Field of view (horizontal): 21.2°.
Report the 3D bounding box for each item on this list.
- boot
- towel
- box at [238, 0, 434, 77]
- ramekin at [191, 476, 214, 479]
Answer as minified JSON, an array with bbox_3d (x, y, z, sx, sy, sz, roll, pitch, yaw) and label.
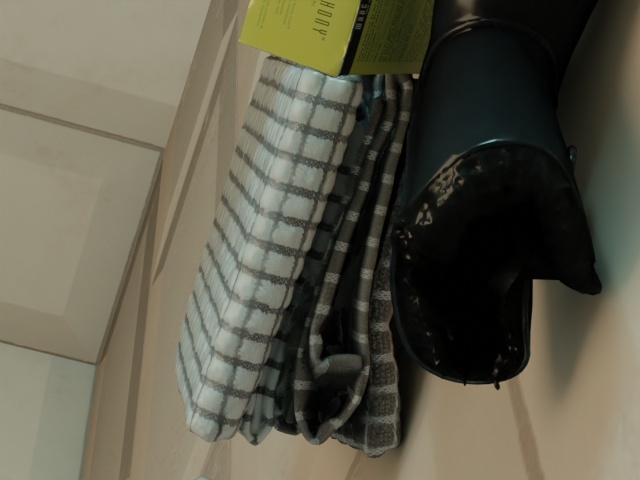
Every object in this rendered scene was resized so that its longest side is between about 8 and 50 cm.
[{"bbox_3d":[0.090,-0.082,0.742,0.207,0.094,0.246,-85,7,-57],"label":"boot"},{"bbox_3d":[0.000,0.000,1.069,0.284,0.121,0.235,-142,69,-81],"label":"towel"},{"bbox_3d":[0.042,-0.133,0.889,0.232,0.058,0.087,-15,-56,-65],"label":"box"},{"bbox_3d":[-0.025,0.257,0.774,0.277,0.135,0.277,-165,90,-80],"label":"ramekin"}]
